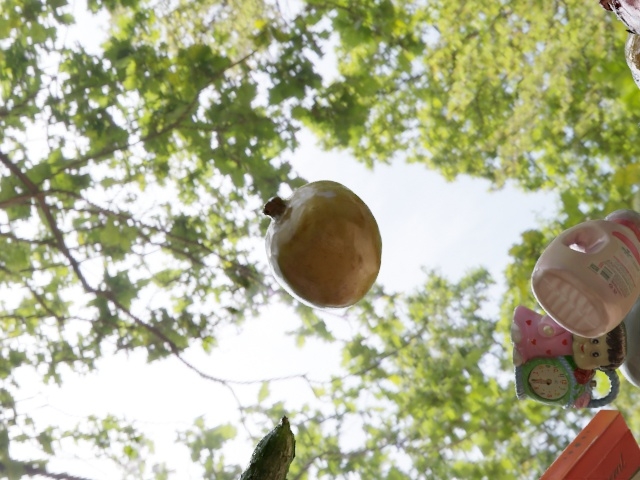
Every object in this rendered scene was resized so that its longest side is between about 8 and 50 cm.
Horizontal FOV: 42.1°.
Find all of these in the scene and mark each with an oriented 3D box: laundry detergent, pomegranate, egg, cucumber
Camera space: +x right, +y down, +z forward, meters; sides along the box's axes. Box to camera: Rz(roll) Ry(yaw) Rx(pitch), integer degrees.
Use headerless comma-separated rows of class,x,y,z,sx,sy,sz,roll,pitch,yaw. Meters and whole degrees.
laundry detergent,0.457,0.035,1.358,0.335,0.159,0.088,-34,-15,-50
pomegranate,0.012,0.015,1.862,0.307,0.307,0.307,-17,-41,-16
egg,0.706,0.204,1.782,0.176,0.176,0.232,22,-106,-44
cucumber,-0.084,0.329,1.048,0.069,0.069,0.227,25,-93,-45

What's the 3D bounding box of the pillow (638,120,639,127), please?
pillow,0.702,-0.193,1.540,0.130,0.217,0.033,-27,-46,-13

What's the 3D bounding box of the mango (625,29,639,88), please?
mango,0.841,-0.492,1.774,0.300,0.232,0.446,16,-58,-25

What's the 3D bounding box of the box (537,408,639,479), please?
box,0.341,0.327,0.923,0.139,0.245,0.035,-36,9,-31

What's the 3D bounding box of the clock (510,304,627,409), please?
clock,0.449,0.210,1.493,0.100,0.195,0.194,-33,-63,-60

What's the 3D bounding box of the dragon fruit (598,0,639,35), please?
dragon fruit,0.512,-0.378,1.060,0.295,0.301,0.296,-27,-55,-45
